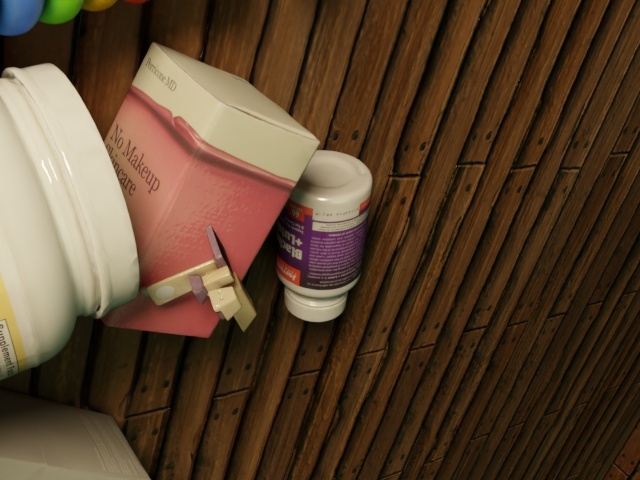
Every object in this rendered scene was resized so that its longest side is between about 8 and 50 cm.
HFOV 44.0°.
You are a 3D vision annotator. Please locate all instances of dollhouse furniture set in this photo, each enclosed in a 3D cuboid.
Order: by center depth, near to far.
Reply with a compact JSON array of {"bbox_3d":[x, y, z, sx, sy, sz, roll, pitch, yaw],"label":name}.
[{"bbox_3d":[-0.105,0.067,0.710,0.081,0.091,0.114,-24,139,-1],"label":"dollhouse furniture set"}]

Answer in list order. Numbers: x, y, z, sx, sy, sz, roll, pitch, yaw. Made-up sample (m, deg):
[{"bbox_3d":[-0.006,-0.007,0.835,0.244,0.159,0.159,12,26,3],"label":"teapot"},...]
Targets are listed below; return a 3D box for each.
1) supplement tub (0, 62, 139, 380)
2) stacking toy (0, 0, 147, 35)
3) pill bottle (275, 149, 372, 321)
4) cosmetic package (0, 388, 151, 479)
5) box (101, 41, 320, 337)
[{"bbox_3d":[-0.326,0.012,0.570,0.331,0.241,0.241,-23,135,-26],"label":"supplement tub"},{"bbox_3d":[-0.197,-0.218,0.586,0.330,0.141,0.141,-20,134,-34],"label":"stacking toy"},{"bbox_3d":[0.000,0.000,0.947,0.108,0.108,0.194,-19,133,-29],"label":"pill bottle"},{"bbox_3d":[-0.315,0.242,0.860,0.107,0.127,0.238,-53,138,7],"label":"cosmetic package"},{"bbox_3d":[-0.134,-0.044,0.762,0.126,0.148,0.232,15,111,-45],"label":"box"}]
